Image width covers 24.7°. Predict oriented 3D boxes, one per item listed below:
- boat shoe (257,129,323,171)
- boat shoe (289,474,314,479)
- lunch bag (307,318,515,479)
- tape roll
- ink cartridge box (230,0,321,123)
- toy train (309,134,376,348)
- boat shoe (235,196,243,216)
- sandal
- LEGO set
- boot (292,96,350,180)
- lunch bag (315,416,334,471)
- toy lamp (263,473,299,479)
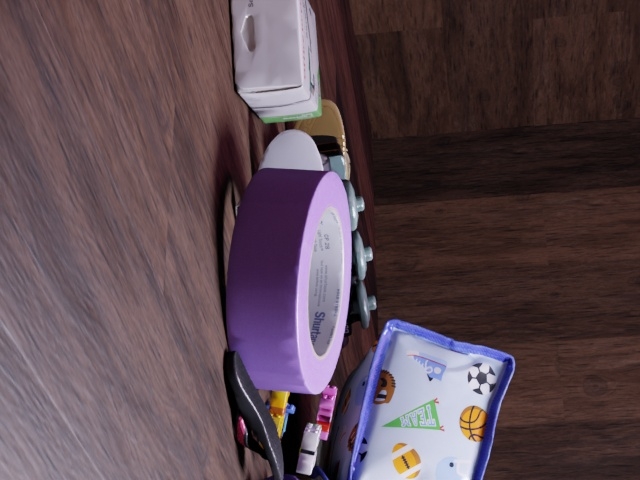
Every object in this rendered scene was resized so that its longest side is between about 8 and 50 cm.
[{"bbox_3d":[-0.037,-0.027,2.041,0.088,0.096,0.267,-88,173,-74],"label":"boat shoe"},{"bbox_3d":[-0.007,0.339,1.848,0.178,0.064,0.060,2,-85,55],"label":"boat shoe"},{"bbox_3d":[0.102,0.348,2.123,0.328,0.239,0.385,111,-5,-71],"label":"lunch bag"},{"bbox_3d":[-0.034,0.049,1.798,0.275,0.090,0.275,3,90,-76],"label":"tape roll"},{"bbox_3d":[-0.058,-0.259,1.996,0.219,0.092,0.160,38,48,-83],"label":"ink cartridge box"},{"bbox_3d":[0.000,0.000,2.218,0.190,0.142,0.334,-103,-175,-60],"label":"toy train"},{"bbox_3d":[-0.090,-0.007,1.831,0.035,0.035,0.100,-41,137,-48],"label":"boat shoe"},{"bbox_3d":[-0.085,0.209,1.719,0.067,0.040,0.179,-94,163,-64],"label":"sandal"},{"bbox_3d":[-0.032,0.225,1.914,0.227,0.087,0.093,-49,150,-82],"label":"LEGO set"},{"bbox_3d":[0.005,-0.142,2.495,0.203,0.095,0.262,-80,166,-66],"label":"boot"},{"bbox_3d":[0.114,0.410,2.475,0.287,0.235,0.169,-87,165,-45],"label":"lunch bag"},{"bbox_3d":[-0.039,0.421,1.803,0.080,0.080,0.275,-74,162,-73],"label":"toy lamp"}]
